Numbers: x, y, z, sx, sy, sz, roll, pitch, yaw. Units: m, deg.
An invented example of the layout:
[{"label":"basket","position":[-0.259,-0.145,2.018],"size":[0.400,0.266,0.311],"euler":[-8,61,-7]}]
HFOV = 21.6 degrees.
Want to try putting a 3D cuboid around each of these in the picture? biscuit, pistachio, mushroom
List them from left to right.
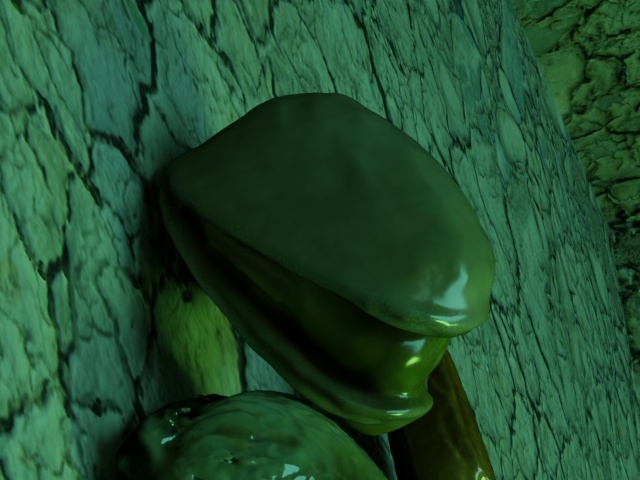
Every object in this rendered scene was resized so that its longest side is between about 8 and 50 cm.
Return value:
[{"label":"mushroom","position":[-0.002,0.240,0.977],"size":[0.247,0.130,0.344],"euler":[-39,112,-76]},{"label":"pistachio","position":[0.000,0.000,1.075],"size":[0.197,0.166,0.288],"euler":[14,18,-26]},{"label":"biscuit","position":[0.112,0.271,1.281],"size":[0.350,0.078,0.455],"euler":[-165,-118,-84]}]
